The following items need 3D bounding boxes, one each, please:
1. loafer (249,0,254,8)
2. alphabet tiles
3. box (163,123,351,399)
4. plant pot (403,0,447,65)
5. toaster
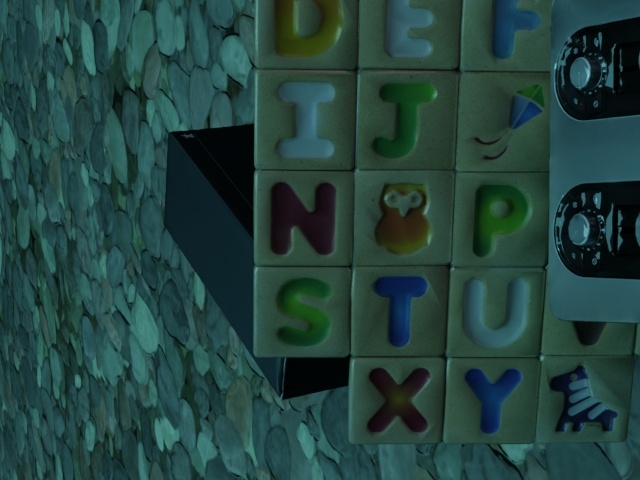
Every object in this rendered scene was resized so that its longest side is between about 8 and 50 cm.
[{"bbox_3d":[0.004,-0.234,1.029,0.319,0.111,0.112,1,98,64],"label":"loafer"},{"bbox_3d":[0.104,-0.041,0.704,0.011,0.285,0.343,-98,8,-73],"label":"alphabet tiles"},{"bbox_3d":[0.000,0.000,1.017,0.261,0.184,0.103,51,139,48],"label":"box"},{"bbox_3d":[0.102,-0.147,0.778,0.201,0.180,0.201,29,123,59],"label":"plant pot"},{"bbox_3d":[0.209,-0.039,0.611,0.110,0.185,0.168,2,91,61],"label":"toaster"}]
